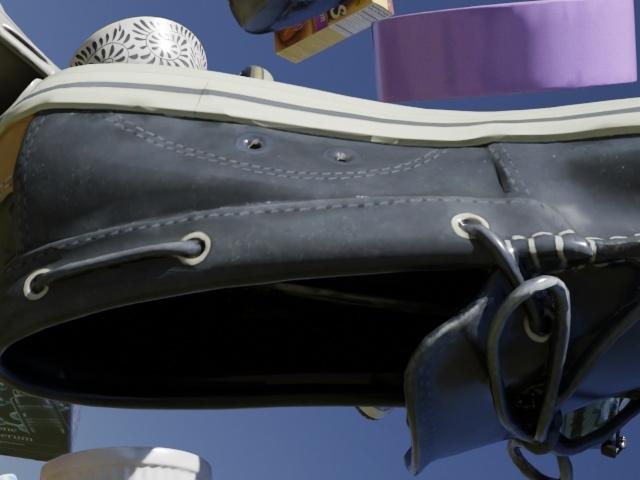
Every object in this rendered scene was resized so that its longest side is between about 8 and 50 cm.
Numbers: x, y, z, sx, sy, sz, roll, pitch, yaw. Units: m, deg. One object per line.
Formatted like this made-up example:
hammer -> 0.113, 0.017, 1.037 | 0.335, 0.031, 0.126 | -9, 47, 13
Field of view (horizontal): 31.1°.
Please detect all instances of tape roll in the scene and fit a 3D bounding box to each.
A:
tape roll -> 0.194, -0.201, 1.225 | 0.275, 0.275, 0.090 | 7, -76, 59

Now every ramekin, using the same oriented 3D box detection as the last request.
ramekin -> -0.231, 0.327, 1.372 | 0.207, 0.207, 0.109 | 118, -28, -60

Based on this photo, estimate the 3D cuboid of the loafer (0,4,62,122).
loafer -> -0.231, -0.090, 0.864 | 0.319, 0.112, 0.111 | 48, 15, -18

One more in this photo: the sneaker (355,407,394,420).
sneaker -> 0.123, 0.155, 1.558 | 0.080, 0.211, 0.081 | 39, -40, -6

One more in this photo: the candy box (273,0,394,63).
candy box -> 0.013, -0.342, 1.649 | 0.187, 0.053, 0.109 | -21, -115, 35

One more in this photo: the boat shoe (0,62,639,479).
boat shoe -> 0.080, 0.030, 0.518 | 0.501, 0.156, 0.186 | 6, -33, 7

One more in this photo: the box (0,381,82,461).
box -> -0.559, 0.199, 2.004 | 0.395, 0.294, 0.212 | 107, -9, -52

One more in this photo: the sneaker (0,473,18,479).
sneaker -> -0.453, 0.474, 1.817 | 0.237, 0.085, 0.086 | 64, 17, -11

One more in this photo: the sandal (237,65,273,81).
sandal -> -0.083, -0.041, 1.198 | 0.086, 0.302, 0.120 | 27, -24, -31

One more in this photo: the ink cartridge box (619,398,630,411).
ink cartridge box -> 0.422, 0.054, 1.408 | 0.307, 0.129, 0.223 | -43, -123, 41

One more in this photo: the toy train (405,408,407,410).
toy train -> 0.195, 0.135, 1.360 | 0.143, 0.248, 0.105 | 40, 28, -29

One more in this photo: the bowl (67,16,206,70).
bowl -> -0.201, -0.163, 1.316 | 0.170, 0.170, 0.080 | 90, -21, -45

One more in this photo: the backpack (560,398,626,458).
backpack -> 0.174, 0.084, 0.833 | 0.105, 0.084, 0.114 | -129, -135, -70

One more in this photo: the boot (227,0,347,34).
boot -> 0.013, -0.307, 0.681 | 0.284, 0.377, 0.138 | 54, -36, -2
